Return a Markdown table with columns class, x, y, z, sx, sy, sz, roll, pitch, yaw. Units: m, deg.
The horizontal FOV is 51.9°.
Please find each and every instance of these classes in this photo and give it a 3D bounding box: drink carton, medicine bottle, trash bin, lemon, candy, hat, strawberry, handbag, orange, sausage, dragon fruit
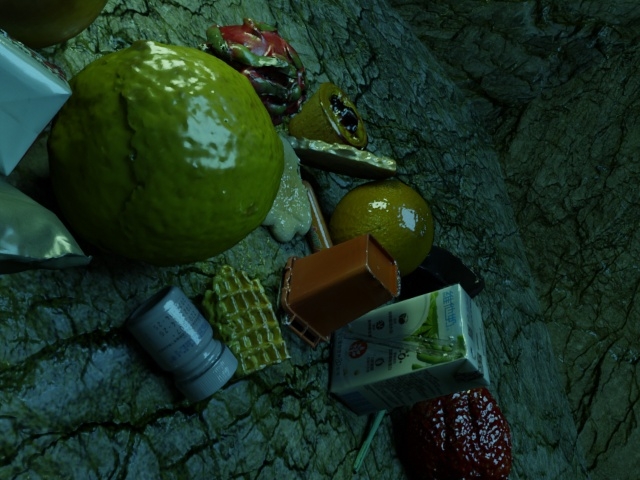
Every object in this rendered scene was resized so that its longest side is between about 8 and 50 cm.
| class | x | y | z | sx | sy | sz | roll | pitch | yaw |
| --- | --- | --- | --- | --- | --- | --- | --- | --- | --- |
| drink carton | 0.188 | 0.244 | 1.439 | 0.132 | 0.325 | 0.194 | 46 | 35 | -37 |
| medicine bottle | -0.220 | 0.164 | 1.052 | 0.168 | 0.105 | 0.105 | 55 | 29 | -15 |
| trash bin | 0.037 | 0.104 | 1.388 | 0.161 | 0.239 | 0.184 | 44 | 35 | -31 |
| lemon | -0.227 | -0.130 | 1.027 | 0.387 | 0.350 | 0.349 | 1 | 65 | -45 |
| candy | 0.136 | 0.402 | 1.499 | 0.092 | 0.093 | 0.335 | 22 | 38 | 13 |
| hat | 0.285 | 0.125 | 1.909 | 0.336 | 0.209 | 0.238 | 18 | 29 | -31 |
| strawberry | 0.337 | 0.466 | 1.575 | 0.250 | 0.239 | 0.288 | 30 | 66 | -61 |
| handbag | -0.439 | -0.048 | 0.714 | 0.316 | 0.109 | 0.253 | 28 | 4 | 33 |
| orange | 0.154 | -0.024 | 1.668 | 0.274 | 0.274 | 0.274 | 39 | 36 | -37 |
| sausage | 0.000 | 0.000 | 1.610 | 0.053 | 0.053 | 0.347 | 0 | 67 | -59 |
| handbag | -0.454 | -0.224 | 0.889 | 0.171 | 0.151 | 0.298 | 37 | 5 | -34 |
| dragon fruit | -0.161 | -0.361 | 1.454 | 0.303 | 0.231 | 0.237 | 19 | 43 | -61 |

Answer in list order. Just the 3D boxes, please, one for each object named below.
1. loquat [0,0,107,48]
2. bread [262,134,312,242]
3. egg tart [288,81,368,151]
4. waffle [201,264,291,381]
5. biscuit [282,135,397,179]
| class | x | y | z | sx | sy | sz | roll | pitch | yaw |
| --- | --- | --- | --- | --- | --- | --- | --- | --- | --- |
| loquat | -0.432 | -0.463 | 0.975 | 0.328 | 0.360 | 0.328 | -9 | 90 | -80 |
| bread | -0.101 | -0.119 | 1.510 | 0.182 | 0.039 | 0.250 | -17 | 92 | -52 |
| egg tart | 0.022 | -0.309 | 1.783 | 0.215 | 0.171 | 0.215 | 38 | 38 | -38 |
| waffle | -0.150 | 0.146 | 1.233 | 0.160 | 0.055 | 0.210 | -7 | 74 | -61 |
| biscuit | 0.041 | -0.205 | 1.661 | 0.204 | 0.309 | 0.040 | 56 | 47 | -82 |
